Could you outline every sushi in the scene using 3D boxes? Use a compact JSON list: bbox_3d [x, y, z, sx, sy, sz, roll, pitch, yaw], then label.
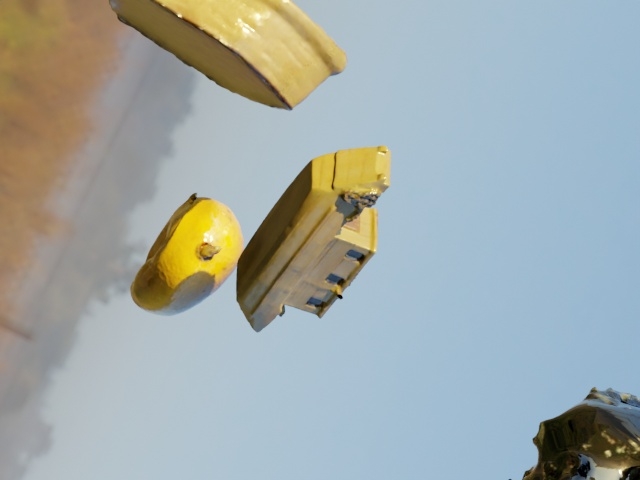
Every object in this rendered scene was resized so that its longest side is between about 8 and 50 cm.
[{"bbox_3d":[0.275,0.251,1.547,0.219,0.238,0.225,16,-77,47],"label":"sushi"}]

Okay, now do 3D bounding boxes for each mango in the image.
[{"bbox_3d":[-0.116,0.018,1.605,0.101,0.066,0.187,-61,-165,-24],"label":"mango"}]

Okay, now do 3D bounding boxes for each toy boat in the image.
[{"bbox_3d":[0.000,0.000,1.435,0.200,0.077,0.057,-53,-154,44],"label":"toy boat"},{"bbox_3d":[-0.072,-0.161,1.429,0.061,0.188,0.116,-56,175,-14],"label":"toy boat"}]
